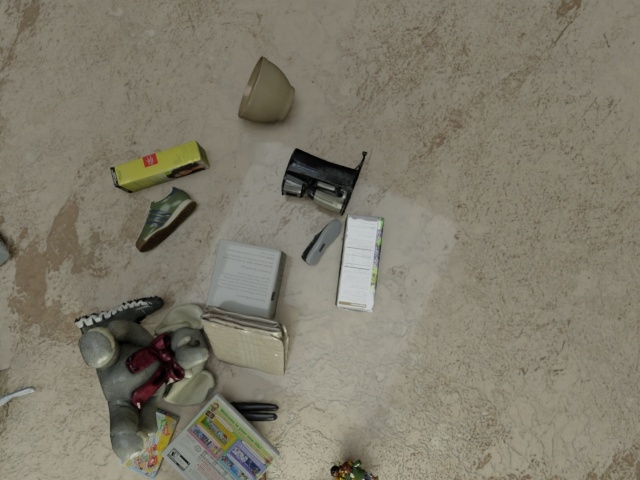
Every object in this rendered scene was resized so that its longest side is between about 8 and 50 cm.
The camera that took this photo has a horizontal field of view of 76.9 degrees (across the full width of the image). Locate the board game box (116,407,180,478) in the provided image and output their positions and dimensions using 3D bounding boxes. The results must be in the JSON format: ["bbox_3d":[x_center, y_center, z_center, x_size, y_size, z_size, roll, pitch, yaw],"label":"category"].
[{"bbox_3d":[-0.436,0.507,1.025,0.103,0.026,0.154,20,85,3],"label":"board game box"}]

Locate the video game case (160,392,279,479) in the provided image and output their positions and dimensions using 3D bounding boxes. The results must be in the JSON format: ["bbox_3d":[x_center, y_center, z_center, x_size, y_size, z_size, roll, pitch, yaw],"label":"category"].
[{"bbox_3d":[-0.239,0.510,0.966,0.212,0.023,0.193,43,87,2],"label":"video game case"}]

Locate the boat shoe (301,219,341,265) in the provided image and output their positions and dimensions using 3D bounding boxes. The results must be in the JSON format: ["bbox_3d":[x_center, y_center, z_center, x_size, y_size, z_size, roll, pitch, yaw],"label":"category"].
[{"bbox_3d":[0.000,0.000,1.056,0.040,0.049,0.142,29,79,42],"label":"boat shoe"}]

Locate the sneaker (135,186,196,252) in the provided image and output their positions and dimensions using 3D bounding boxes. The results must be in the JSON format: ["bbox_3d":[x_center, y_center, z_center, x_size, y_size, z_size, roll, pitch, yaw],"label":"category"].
[{"bbox_3d":[-0.423,-0.062,1.065,0.192,0.064,0.086,-44,78,-3],"label":"sneaker"}]

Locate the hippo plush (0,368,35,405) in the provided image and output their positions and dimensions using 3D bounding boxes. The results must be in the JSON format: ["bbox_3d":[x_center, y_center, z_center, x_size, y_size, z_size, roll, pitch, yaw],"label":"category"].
[{"bbox_3d":[-0.910,0.471,0.964,0.234,0.294,0.237,22,111,15],"label":"hippo plush"}]

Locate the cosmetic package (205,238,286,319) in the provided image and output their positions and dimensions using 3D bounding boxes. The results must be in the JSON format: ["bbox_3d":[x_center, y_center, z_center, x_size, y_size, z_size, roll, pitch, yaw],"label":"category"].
[{"bbox_3d":[-0.179,0.104,0.996,0.151,0.151,0.184,10,86,2],"label":"cosmetic package"}]

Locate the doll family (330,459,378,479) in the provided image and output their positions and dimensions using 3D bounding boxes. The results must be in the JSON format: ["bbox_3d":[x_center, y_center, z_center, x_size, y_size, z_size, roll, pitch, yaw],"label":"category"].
[{"bbox_3d":[0.052,0.610,0.983,0.111,0.076,0.193,28,89,-1],"label":"doll family"}]

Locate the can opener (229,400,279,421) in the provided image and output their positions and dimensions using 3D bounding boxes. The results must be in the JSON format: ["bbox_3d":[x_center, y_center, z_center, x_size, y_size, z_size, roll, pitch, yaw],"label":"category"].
[{"bbox_3d":[-0.197,0.433,1.018,0.185,0.073,0.059,-8,43,1],"label":"can opener"}]

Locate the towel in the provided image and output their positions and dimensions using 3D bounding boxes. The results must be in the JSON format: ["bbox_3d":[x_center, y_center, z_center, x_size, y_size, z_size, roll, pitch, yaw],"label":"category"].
[{"bbox_3d":[-0.168,0.237,0.936,0.187,0.282,0.049,13,54,3],"label":"towel"}]

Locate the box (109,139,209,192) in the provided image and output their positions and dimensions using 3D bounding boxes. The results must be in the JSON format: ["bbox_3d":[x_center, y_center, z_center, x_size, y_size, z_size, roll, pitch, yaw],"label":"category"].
[{"bbox_3d":[-0.419,-0.192,1.062,0.232,0.087,0.058,-17,84,1],"label":"box"}]

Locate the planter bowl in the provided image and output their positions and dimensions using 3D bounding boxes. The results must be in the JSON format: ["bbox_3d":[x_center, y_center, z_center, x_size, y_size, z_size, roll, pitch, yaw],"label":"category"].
[{"bbox_3d":[-0.134,-0.375,1.049,0.109,0.162,0.162,19,85,-23],"label":"planter bowl"}]

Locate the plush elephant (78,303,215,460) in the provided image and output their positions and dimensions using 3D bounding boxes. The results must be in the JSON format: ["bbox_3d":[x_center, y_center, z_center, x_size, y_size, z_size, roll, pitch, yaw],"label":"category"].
[{"bbox_3d":[-0.368,0.289,0.944,0.255,0.330,0.272,-17,90,-23],"label":"plush elephant"}]

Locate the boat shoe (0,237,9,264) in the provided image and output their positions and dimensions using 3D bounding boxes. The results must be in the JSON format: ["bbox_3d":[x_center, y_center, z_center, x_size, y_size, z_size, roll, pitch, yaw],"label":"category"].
[{"bbox_3d":[-0.967,0.078,1.051,0.302,0.109,0.094,-33,69,-11],"label":"boat shoe"}]

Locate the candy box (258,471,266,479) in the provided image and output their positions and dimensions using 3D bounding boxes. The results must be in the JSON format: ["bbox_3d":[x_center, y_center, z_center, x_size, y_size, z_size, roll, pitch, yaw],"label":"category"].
[{"bbox_3d":[-0.229,0.627,0.998,0.186,0.053,0.109,-2,84,0],"label":"candy box"}]

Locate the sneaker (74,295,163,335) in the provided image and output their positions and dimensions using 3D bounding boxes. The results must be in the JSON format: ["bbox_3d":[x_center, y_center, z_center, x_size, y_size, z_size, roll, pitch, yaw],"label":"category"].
[{"bbox_3d":[-0.503,0.214,1.032,0.234,0.078,0.106,-18,87,3],"label":"sneaker"}]

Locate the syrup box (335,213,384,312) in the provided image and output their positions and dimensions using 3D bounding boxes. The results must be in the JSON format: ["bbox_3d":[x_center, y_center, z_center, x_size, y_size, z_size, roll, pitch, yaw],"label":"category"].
[{"bbox_3d":[0.097,0.058,1.023,0.096,0.093,0.237,6,85,1],"label":"syrup box"}]

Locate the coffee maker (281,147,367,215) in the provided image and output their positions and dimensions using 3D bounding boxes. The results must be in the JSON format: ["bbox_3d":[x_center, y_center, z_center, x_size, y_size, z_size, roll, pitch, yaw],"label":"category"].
[{"bbox_3d":[0.005,-0.169,1.048,0.178,0.120,0.171,21,62,2],"label":"coffee maker"}]
